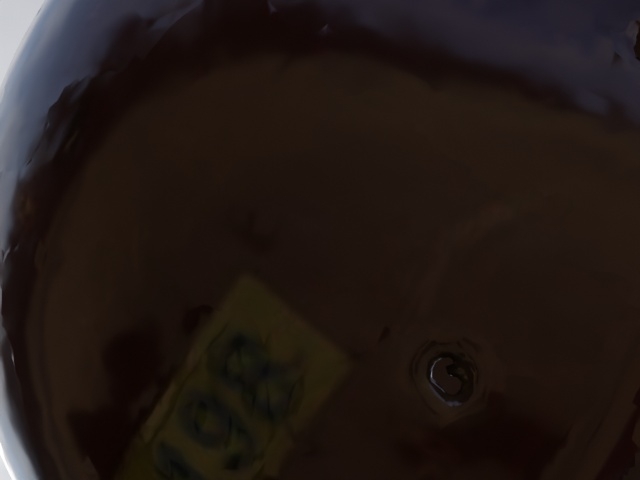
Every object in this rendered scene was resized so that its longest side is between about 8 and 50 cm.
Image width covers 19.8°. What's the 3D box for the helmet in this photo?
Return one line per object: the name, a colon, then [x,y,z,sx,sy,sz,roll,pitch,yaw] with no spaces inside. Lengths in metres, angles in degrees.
helmet: [0.000,0.000,0.617,0.230,0.337,0.385,32,-50,3]
